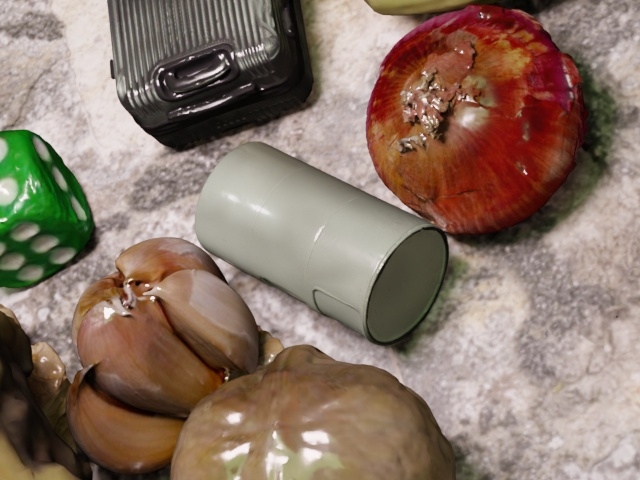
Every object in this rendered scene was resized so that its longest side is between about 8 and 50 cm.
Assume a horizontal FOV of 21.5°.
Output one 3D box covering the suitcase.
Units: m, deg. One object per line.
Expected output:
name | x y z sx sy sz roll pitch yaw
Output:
suitcase | -0.123 -0.263 1.791 0.202 0.128 0.312 -18 60 16

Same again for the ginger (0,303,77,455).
ginger | -0.304 0.146 1.694 0.213 0.074 0.137 32 125 49

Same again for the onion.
onion | 0.133 -0.125 1.592 0.230 0.163 0.230 -16 62 32

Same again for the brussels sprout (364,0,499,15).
brussels sprout | 0.146 -0.365 1.658 0.328 0.247 0.328 -16 43 16

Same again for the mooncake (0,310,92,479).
mooncake | -0.254 0.260 1.437 0.394 0.246 0.393 9 80 7

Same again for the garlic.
garlic | -0.166 0.104 1.629 0.214 0.191 0.160 -44 31 13

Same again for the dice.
dice | -0.326 -0.031 1.774 0.131 0.128 0.120 -28 59 9

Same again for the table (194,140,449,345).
table | 0.000 0.000 1.614 0.220 0.126 0.126 28 80 31

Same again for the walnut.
walnut | -0.006 0.210 1.461 0.248 0.248 0.248 -10 63 20
